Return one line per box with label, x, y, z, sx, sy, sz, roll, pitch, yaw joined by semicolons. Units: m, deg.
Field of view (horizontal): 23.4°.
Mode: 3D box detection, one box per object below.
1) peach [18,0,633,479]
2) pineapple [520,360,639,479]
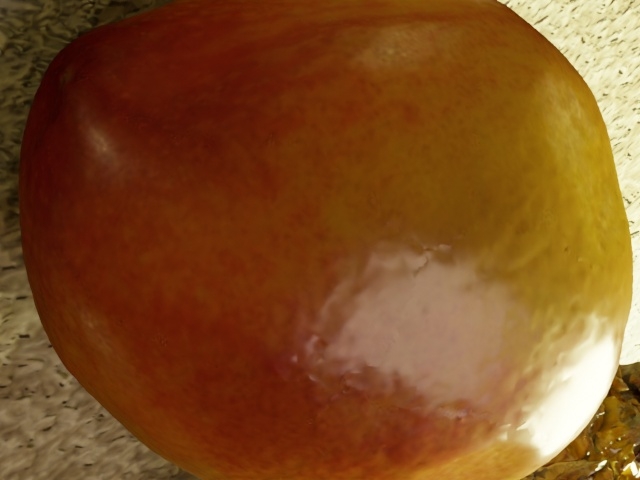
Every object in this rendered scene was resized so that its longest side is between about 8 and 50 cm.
peach;0.001;0.005;0.785;0.308;0.289;0.289;-7;130;-56
pineapple;0.116;0.189;1.077;0.352;0.352;0.300;-46;157;-4
